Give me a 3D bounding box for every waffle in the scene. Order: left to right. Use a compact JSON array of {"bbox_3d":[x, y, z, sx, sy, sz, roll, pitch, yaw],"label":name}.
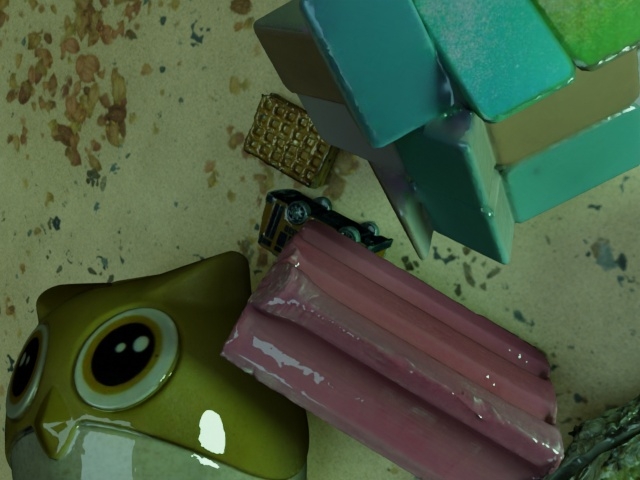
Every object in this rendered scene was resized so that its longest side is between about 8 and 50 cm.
[{"bbox_3d":[-0.041,-0.153,0.953,0.148,0.042,0.102,31,108,23],"label":"waffle"}]

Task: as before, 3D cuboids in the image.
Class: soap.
[{"bbox_3d":[0.091,0.133,0.743,0.360,0.233,0.128,30,112,4],"label":"soap"}]

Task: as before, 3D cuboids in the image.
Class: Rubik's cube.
[{"bbox_3d":[0.160,-0.196,0.678,0.388,0.358,0.367,-4,51,29],"label":"Rubik's cube"}]

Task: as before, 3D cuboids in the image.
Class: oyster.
[{"bbox_3d":[0.366,0.269,0.722,0.162,0.158,0.350,24,102,-18],"label":"oyster"}]

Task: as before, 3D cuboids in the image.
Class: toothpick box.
[{"bbox_3d":[-0.228,0.250,0.890,0.409,0.409,0.424,-12,85,30],"label":"toothpick box"}]

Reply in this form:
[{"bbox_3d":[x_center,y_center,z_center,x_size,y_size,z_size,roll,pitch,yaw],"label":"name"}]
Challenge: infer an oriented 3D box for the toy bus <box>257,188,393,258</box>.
[{"bbox_3d":[0.000,0.000,0.920,0.182,0.091,0.103,29,110,21],"label":"toy bus"}]
